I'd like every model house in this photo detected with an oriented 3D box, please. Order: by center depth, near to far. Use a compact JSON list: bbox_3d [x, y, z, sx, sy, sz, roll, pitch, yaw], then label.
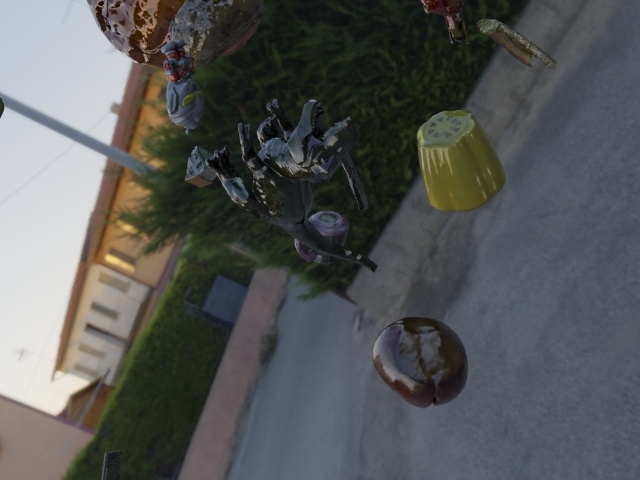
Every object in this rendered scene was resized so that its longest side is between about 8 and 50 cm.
[{"bbox_3d":[-0.393,-0.234,1.784,0.100,0.100,0.088,-42,-25,15],"label":"model house"}]

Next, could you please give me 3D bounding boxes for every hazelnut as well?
[{"bbox_3d":[0.245,0.291,1.349,0.218,0.234,0.218,-47,-14,-16],"label":"hazelnut"}]

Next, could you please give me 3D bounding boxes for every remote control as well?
[{"bbox_3d":[0.090,-0.187,1.604,0.028,0.212,0.059,-17,17,24],"label":"remote control"}]

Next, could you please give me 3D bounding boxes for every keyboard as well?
[{"bbox_3d":[-0.434,0.503,1.144,0.049,0.015,0.129,39,-129,-67],"label":"keyboard"}]

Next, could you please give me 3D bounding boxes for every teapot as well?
[{"bbox_3d":[0.009,0.003,1.595,0.148,0.116,0.145,-37,-38,-48],"label":"teapot"}]

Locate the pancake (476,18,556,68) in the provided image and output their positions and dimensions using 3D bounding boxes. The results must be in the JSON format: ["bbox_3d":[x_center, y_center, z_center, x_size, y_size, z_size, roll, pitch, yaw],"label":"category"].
[{"bbox_3d":[0.555,-0.552,1.570,0.056,0.258,0.212,-54,1,24],"label":"pancake"}]

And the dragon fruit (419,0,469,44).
[{"bbox_3d":[0.317,-0.603,1.395,0.126,0.246,0.125,-27,25,2],"label":"dragon fruit"}]

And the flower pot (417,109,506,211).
[{"bbox_3d":[0.312,-0.194,1.279,0.195,0.179,0.195,-18,40,16],"label":"flower pot"}]

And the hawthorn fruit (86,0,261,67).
[{"bbox_3d":[-0.392,-0.670,1.486,0.471,0.472,0.471,-59,12,20],"label":"hawthorn fruit"}]

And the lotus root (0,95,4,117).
[{"bbox_3d":[-0.735,-0.266,1.163,0.183,0.091,0.077,-83,-2,-54],"label":"lotus root"}]

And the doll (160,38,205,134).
[{"bbox_3d":[-0.261,-0.285,1.051,0.094,0.079,0.180,-46,-41,-48],"label":"doll"}]

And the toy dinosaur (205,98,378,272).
[{"bbox_3d":[-0.009,-0.026,0.475,0.087,0.178,0.187,-38,3,-14],"label":"toy dinosaur"}]

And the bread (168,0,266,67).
[{"bbox_3d":[-0.225,-0.477,1.191,0.230,0.123,0.230,-36,15,11],"label":"bread"}]
